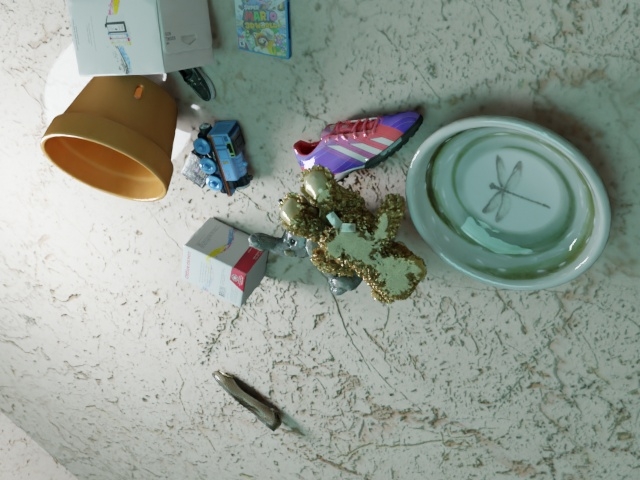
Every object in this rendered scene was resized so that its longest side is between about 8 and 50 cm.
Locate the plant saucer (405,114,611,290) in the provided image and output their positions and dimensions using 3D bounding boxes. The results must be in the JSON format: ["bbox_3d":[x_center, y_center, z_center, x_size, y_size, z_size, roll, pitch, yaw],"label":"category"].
[{"bbox_3d":[0.368,-0.085,1.736,0.401,0.100,0.400,17,133,19],"label":"plant saucer"}]

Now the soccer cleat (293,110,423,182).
[{"bbox_3d":[0.070,-0.203,1.819,0.318,0.108,0.116,-24,107,45],"label":"soccer cleat"}]

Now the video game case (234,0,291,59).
[{"bbox_3d":[-0.116,-0.450,1.784,0.119,0.015,0.166,16,132,20],"label":"video game case"}]

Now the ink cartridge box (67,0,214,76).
[{"bbox_3d":[-0.362,-0.430,1.813,0.233,0.171,0.168,4,109,28],"label":"ink cartridge box"}]

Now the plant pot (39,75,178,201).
[{"bbox_3d":[-0.444,-0.241,1.978,0.291,0.203,0.291,15,158,6],"label":"plant pot"}]

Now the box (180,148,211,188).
[{"bbox_3d":[-0.290,-0.171,2.121,0.067,0.018,0.083,36,136,0],"label":"box"}]

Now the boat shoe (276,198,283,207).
[{"bbox_3d":[-0.053,-0.052,2.063,0.125,0.038,0.046,51,176,-8],"label":"boat shoe"}]

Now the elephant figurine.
[{"bbox_3d":[0.000,0.000,1.979,0.239,0.186,0.169,41,159,-16],"label":"elephant figurine"}]

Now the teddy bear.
[{"bbox_3d":[0.071,-0.016,1.844,0.338,0.113,0.245,23,112,3],"label":"teddy bear"}]

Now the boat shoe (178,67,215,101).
[{"bbox_3d":[-0.282,-0.359,1.942,0.049,0.040,0.142,-15,117,38],"label":"boat shoe"}]

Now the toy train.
[{"bbox_3d":[-0.217,-0.185,2.025,0.105,0.080,0.184,1,126,24],"label":"toy train"}]

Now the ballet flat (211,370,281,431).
[{"bbox_3d":[-0.210,0.454,2.576,0.250,0.058,0.084,40,171,3],"label":"ballet flat"}]

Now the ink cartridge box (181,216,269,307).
[{"bbox_3d":[-0.236,0.052,2.196,0.176,0.127,0.128,25,135,11],"label":"ink cartridge box"}]
